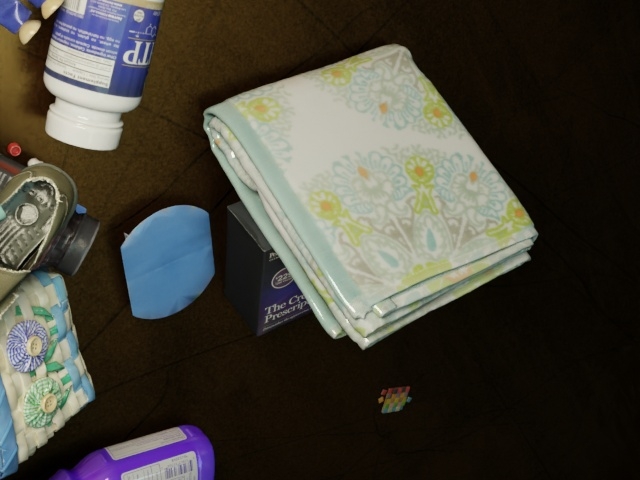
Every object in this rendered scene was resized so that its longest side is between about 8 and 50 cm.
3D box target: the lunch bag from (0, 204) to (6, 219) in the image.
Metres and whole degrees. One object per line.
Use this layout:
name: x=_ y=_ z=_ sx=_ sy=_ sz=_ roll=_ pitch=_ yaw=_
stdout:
lunch bag: x=-0.433 y=-0.101 z=0.788 sx=0.223 sy=0.160 sz=0.262 roll=-28 pitch=134 yaw=-14

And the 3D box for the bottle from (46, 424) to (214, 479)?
bottle: x=-0.290 y=0.350 z=1.305 sx=0.282 sy=0.092 sz=0.118 roll=-11 pitch=119 yaw=-33

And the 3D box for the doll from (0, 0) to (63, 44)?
doll: x=-0.349 y=-0.290 z=0.922 sx=0.129 sy=0.046 sz=0.189 roll=-41 pitch=118 yaw=17

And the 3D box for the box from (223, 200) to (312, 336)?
box: x=0.000 y=0.000 z=1.305 sx=0.261 sy=0.103 sz=0.184 roll=-23 pitch=141 yaw=-26

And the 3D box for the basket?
basket: x=-0.413 y=0.147 z=1.021 sx=0.289 sy=0.201 sz=0.255 roll=-27 pitch=121 yaw=-34

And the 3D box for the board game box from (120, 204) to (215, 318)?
board game box: x=-0.209 y=0.023 z=1.235 sx=0.133 sy=0.033 sz=0.169 roll=-27 pitch=133 yaw=-31

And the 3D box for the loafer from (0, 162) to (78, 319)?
loafer: x=-0.333 y=0.025 z=0.898 sx=0.094 sy=0.087 sz=0.251 roll=34 pitch=79 yaw=-10

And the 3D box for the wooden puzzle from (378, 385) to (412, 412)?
wooden puzzle: x=0.136 y=0.287 z=1.663 sx=0.083 sy=0.006 sz=0.049 roll=-1 pitch=113 yaw=-38

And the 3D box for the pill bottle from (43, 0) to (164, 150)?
pill bottle: x=-0.246 y=-0.202 z=1.026 sx=0.112 sy=0.112 sz=0.187 roll=3 pitch=112 yaw=-39

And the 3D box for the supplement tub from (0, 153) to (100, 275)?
supplement tub: x=-0.344 y=-0.034 z=0.999 sx=0.197 sy=0.106 sz=0.106 roll=28 pitch=96 yaw=-16

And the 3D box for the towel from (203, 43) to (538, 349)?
towel: x=0.068 y=-0.071 z=1.199 sx=0.320 sy=0.375 sz=0.090 roll=-22 pitch=160 yaw=-29

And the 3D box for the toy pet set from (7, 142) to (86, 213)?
toy pet set: x=-0.341 y=-0.031 z=1.077 sx=0.114 sy=0.065 sz=0.122 roll=36 pitch=90 yaw=-44
